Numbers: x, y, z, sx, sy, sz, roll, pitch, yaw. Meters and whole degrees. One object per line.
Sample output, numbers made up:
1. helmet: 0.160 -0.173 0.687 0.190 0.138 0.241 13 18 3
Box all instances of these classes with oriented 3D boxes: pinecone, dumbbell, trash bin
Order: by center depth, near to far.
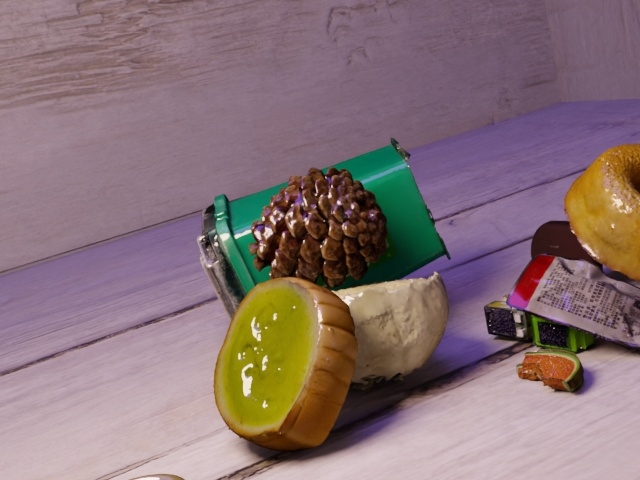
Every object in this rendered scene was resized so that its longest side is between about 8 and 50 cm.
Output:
1. pinecone: -0.003 -0.009 1.728 0.204 0.184 0.179 -40 8 34
2. dumbbell: 0.472 0.004 1.929 0.225 0.124 0.140 -19 14 -32
3. trash bin: 0.000 0.000 1.957 0.381 0.259 0.295 -23 16 1

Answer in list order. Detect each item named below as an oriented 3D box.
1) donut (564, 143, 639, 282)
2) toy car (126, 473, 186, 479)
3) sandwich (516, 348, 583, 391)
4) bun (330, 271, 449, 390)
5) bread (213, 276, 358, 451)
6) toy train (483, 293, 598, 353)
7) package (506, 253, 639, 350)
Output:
1. donut: 0.537 -0.053 1.828 0.278 0.108 0.277 10 43 -9
2. toy car: -0.107 0.312 0.796 0.336 0.242 0.226 -2 13 45
3. sandwich: 0.312 0.174 1.528 0.067 0.029 0.135 -20 14 -12
4. bun: 0.066 0.136 1.647 0.259 0.152 0.259 -9 1 0
5. bread: -0.049 0.161 1.507 0.070 0.236 0.236 24 -14 -38
6. toy train: 0.325 0.120 1.693 0.081 0.060 0.202 -21 16 -37
7. package: 0.396 0.085 1.618 0.239 0.030 0.154 21 36 18
